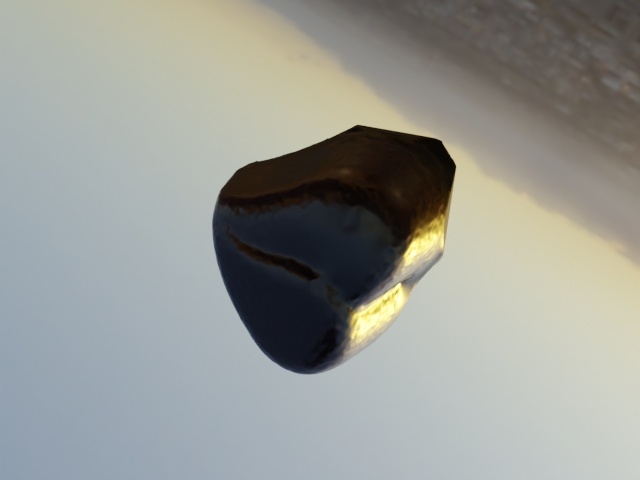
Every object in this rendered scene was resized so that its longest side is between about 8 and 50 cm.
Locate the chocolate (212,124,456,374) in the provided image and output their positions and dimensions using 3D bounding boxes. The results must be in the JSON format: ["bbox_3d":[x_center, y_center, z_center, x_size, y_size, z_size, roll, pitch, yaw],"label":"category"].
[{"bbox_3d":[0.000,0.000,0.790,0.125,0.148,0.080,35,-155,0],"label":"chocolate"}]
